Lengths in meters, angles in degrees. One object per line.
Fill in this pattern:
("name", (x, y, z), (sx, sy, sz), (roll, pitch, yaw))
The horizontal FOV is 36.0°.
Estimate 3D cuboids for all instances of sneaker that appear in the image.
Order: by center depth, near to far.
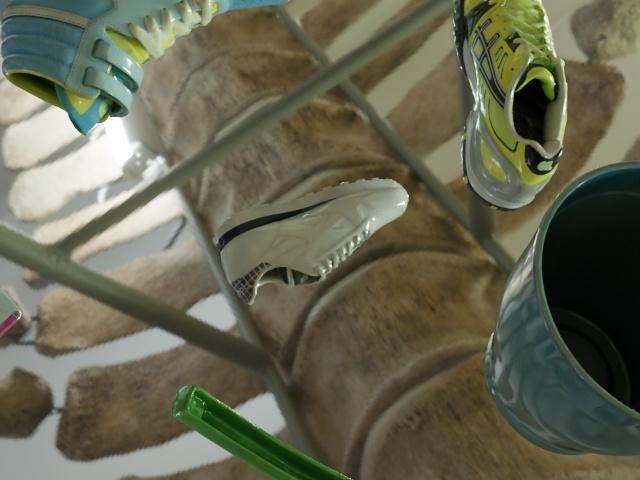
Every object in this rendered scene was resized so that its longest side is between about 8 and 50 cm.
("sneaker", (-0.171, -0.206, 0.994), (0.319, 0.127, 0.208), (-2, -104, -2))
("sneaker", (0.000, 0.000, 1.111), (0.235, 0.090, 0.094), (-19, -113, -17))
("sneaker", (0.272, -0.237, 1.320), (0.147, 0.145, 0.384), (142, -51, -63))

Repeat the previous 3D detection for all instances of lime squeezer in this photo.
("lime squeezer", (0.083, 0.137, 0.422), (0.310, 0.110, 0.058), (16, -112, 0))

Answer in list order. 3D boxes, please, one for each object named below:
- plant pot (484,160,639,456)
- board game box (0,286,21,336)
("plant pot", (0.296, 0.098, 1.003), (0.272, 0.255, 0.271), (5, -116, -11))
("board game box", (-0.381, 0.092, 0.811), (0.224, 0.097, 0.303), (-45, -160, -18))
